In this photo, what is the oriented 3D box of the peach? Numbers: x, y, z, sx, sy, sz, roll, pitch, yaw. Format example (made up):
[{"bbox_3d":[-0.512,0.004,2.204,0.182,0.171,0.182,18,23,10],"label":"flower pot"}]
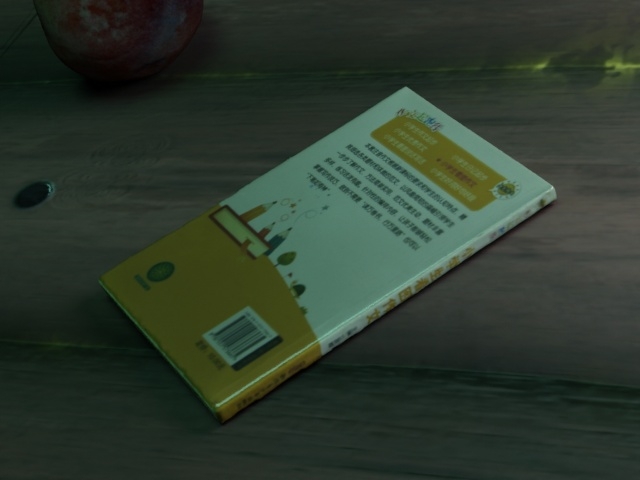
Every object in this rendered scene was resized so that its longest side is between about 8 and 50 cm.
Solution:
[{"bbox_3d":[-0.172,-0.220,1.608,0.152,0.152,0.152,-15,37,11],"label":"peach"}]

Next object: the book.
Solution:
[{"bbox_3d":[0.000,0.000,1.334,0.295,0.020,0.208,-33,37,-13],"label":"book"}]
